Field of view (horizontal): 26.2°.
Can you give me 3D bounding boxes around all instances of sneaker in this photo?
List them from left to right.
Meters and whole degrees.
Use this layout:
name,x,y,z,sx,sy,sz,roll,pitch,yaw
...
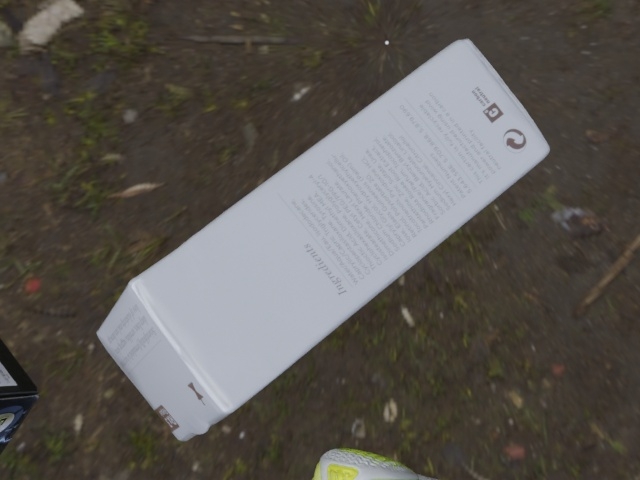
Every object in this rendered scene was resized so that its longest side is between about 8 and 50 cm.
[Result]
name,x,y,z,sx,sy,sz,roll,pitch,yaw
sneaker,0.055,0.239,1.060,0.091,0.240,0.126,7,76,36

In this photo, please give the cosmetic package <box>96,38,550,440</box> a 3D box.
name,x,y,z,sx,sy,sz,roll,pitch,yaw
cosmetic package,0.000,0.000,0.729,0.231,0.117,0.085,-37,88,-24

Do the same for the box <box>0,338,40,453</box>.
name,x,y,z,sx,sy,sz,roll,pitch,yaw
box,-0.304,0.100,0.967,0.180,0.077,0.147,46,112,27
